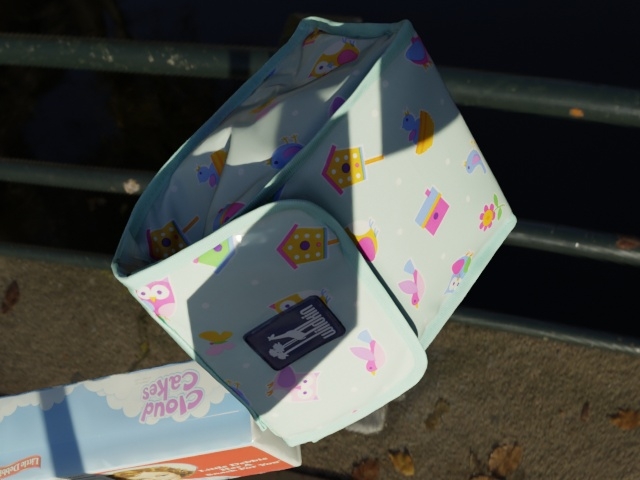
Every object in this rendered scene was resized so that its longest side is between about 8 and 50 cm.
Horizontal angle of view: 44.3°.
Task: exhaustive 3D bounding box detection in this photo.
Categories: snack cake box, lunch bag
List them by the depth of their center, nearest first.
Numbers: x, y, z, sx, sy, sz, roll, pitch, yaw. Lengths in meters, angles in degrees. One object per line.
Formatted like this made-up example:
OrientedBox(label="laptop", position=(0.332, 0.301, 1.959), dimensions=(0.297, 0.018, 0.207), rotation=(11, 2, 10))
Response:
OrientedBox(label="lunch bag", position=(0.000, 0.000, 0.587), dimensions=(0.160, 0.223, 0.262), rotation=(17, 62, 47))
OrientedBox(label="snack cake box", position=(-0.166, 0.188, 0.766), dimensions=(0.264, 0.152, 0.089), rotation=(-12, 63, 10))
